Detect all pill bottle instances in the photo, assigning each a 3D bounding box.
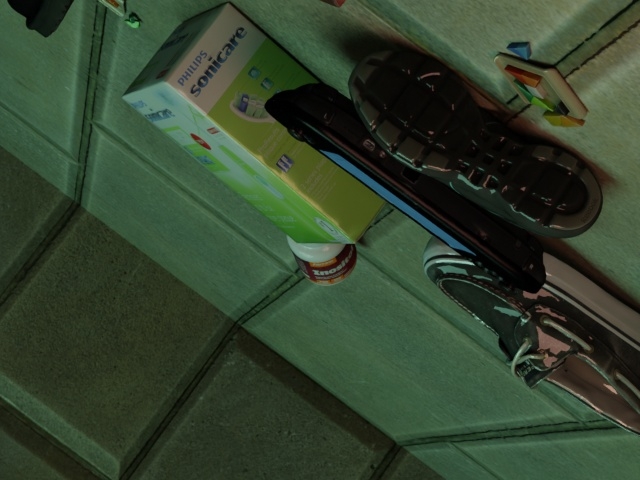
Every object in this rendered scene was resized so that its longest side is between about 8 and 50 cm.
[{"bbox_3d":[0.000,0.000,2.337,0.086,0.086,0.152,32,168,19],"label":"pill bottle"}]

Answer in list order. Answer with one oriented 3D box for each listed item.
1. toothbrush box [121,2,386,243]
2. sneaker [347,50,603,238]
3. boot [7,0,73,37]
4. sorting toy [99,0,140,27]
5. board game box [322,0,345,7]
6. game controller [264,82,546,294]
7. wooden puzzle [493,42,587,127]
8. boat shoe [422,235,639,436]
[{"bbox_3d":[-0.064,-0.126,1.955,0.283,0.122,0.206,41,167,-16],"label":"toothbrush box"},{"bbox_3d":[0.138,-0.079,1.615,0.267,0.101,0.106,36,171,6],"label":"sneaker"},{"bbox_3d":[-0.346,-0.366,1.793,0.260,0.131,0.348,32,159,-7],"label":"boot"},{"bbox_3d":[-0.257,-0.294,2.117,0.083,0.012,0.062,37,168,1],"label":"sorting toy"},{"bbox_3d":[-0.082,-0.316,1.502,0.145,0.027,0.281,26,164,37],"label":"board game box"},{"bbox_3d":[0.084,-0.049,1.697,0.319,0.067,0.166,36,169,-13],"label":"game controller"},{"bbox_3d":[0.189,-0.131,1.476,0.116,0.014,0.078,44,166,-31],"label":"wooden puzzle"},{"bbox_3d":[0.253,0.105,1.843,0.335,0.119,0.121,27,155,-1],"label":"boat shoe"}]
